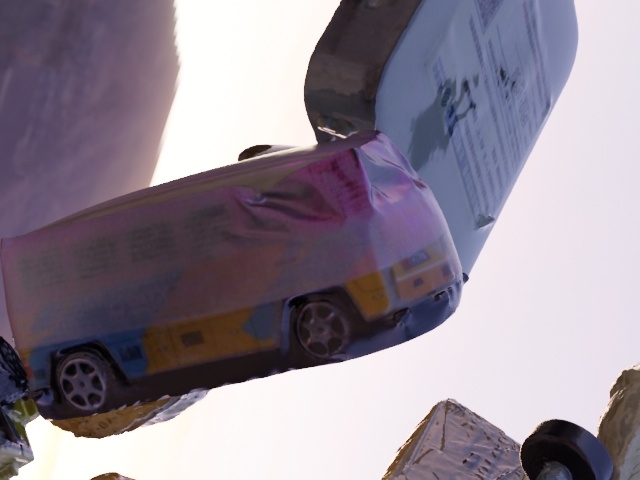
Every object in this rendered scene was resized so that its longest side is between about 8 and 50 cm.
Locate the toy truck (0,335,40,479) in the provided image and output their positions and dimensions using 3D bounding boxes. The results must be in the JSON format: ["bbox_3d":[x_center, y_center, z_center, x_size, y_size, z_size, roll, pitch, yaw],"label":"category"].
[{"bbox_3d":[-0.297,0.113,1.026,0.111,0.136,0.286,60,2,25],"label":"toy truck"}]

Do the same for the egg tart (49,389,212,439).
[{"bbox_3d":[-0.276,0.174,2.407,0.443,0.178,0.443,-24,-144,19],"label":"egg tart"}]

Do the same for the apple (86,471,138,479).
[{"bbox_3d":[-0.265,0.372,1.891,0.146,0.147,0.146,-162,-90,-78],"label":"apple"}]

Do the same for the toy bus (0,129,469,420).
[{"bbox_3d":[-0.080,0.023,1.181,0.171,0.386,0.162,-36,110,-63],"label":"toy bus"}]

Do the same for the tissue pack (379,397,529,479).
[{"bbox_3d":[0.184,0.516,2.491,0.293,0.228,0.381,-45,159,-54],"label":"tissue pack"}]

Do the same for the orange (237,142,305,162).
[{"bbox_3d":[0.000,0.000,1.986,0.210,0.271,0.368,-66,-159,18],"label":"orange"}]

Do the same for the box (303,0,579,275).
[{"bbox_3d":[0.138,-0.179,1.471,0.396,0.111,0.396,-61,150,-24],"label":"box"}]

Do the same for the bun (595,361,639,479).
[{"bbox_3d":[0.418,0.241,1.714,0.145,0.229,0.229,-130,-121,-68],"label":"bun"}]

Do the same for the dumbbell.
[{"bbox_3d":[0.216,0.275,1.464,0.191,0.100,0.100,-45,173,-38],"label":"dumbbell"}]

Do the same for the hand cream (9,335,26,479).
[{"bbox_3d":[-0.517,0.308,2.325,0.121,0.076,0.335,-15,-126,41],"label":"hand cream"}]
